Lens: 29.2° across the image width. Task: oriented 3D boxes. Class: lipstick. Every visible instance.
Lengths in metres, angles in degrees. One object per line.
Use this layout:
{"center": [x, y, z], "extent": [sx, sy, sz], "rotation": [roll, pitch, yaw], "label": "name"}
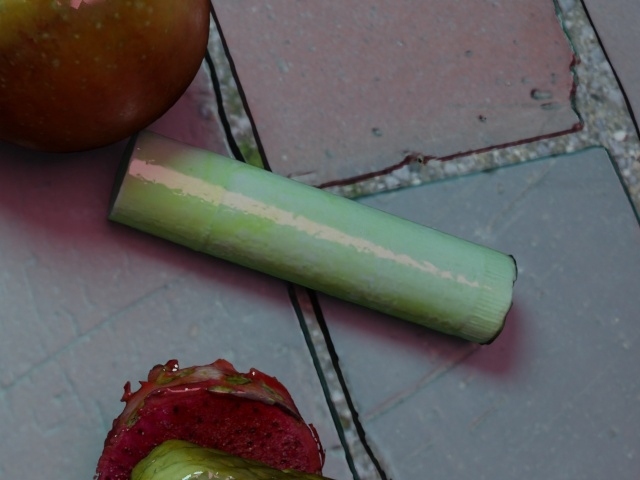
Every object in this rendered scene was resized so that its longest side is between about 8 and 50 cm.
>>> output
{"center": [0.000, 0.000, 0.893], "extent": [0.304, 0.076, 0.076], "rotation": [19, 65, -13], "label": "lipstick"}

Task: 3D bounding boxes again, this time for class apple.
{"center": [-0.180, -0.163, 0.826], "extent": [0.210, 0.173, 0.234], "rotation": [-29, 56, 8], "label": "apple"}

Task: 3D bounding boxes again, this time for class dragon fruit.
{"center": [-0.073, 0.131, 0.811], "extent": [0.153, 0.153, 0.111], "rotation": [11, 26, -16], "label": "dragon fruit"}

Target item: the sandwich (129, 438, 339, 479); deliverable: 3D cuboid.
{"center": [-0.050, 0.240, 0.738], "extent": [0.186, 0.065, 0.214], "rotation": [20, 91, -18], "label": "sandwich"}
